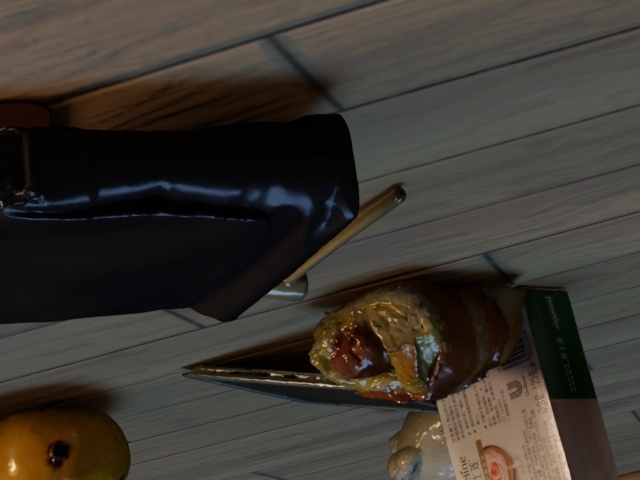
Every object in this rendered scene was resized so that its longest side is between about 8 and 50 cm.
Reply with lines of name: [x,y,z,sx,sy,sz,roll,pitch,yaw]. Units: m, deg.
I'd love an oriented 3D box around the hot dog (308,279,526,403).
hot dog: [0.092,0.093,1.488,0.213,0.103,0.146,1,161,-40]

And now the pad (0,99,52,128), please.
pad: [-0.285,-0.032,0.956,0.267,0.004,0.181,-8,164,-13]

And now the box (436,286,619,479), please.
box: [0.185,0.157,1.600,0.081,0.199,0.135,7,155,-44]

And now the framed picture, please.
framed picture: [0.018,0.149,1.685,0.217,0.017,0.274,2,171,24]

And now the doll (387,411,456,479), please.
doll: [0.183,0.233,2.019,0.175,0.149,0.278,-48,171,7]

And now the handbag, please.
handbag: [-0.118,-0.013,1.017,0.223,0.080,0.247,1,161,-23]

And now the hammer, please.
hammer: [0.000,0.000,1.255,0.060,0.028,0.195,5,155,-30]

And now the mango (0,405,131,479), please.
mango: [-0.266,0.219,1.672,0.157,0.109,0.262,-18,171,-12]
